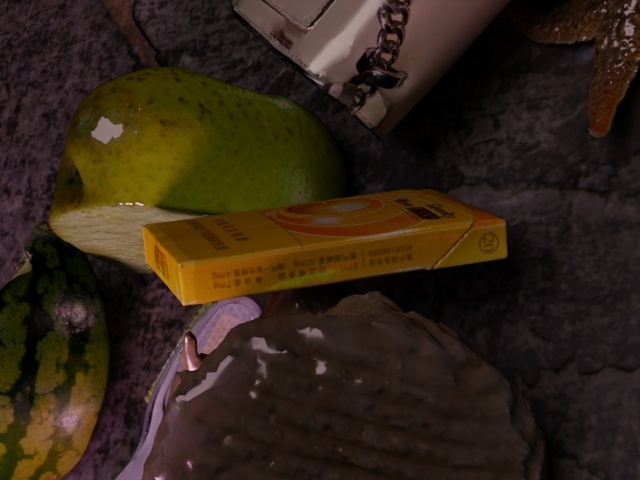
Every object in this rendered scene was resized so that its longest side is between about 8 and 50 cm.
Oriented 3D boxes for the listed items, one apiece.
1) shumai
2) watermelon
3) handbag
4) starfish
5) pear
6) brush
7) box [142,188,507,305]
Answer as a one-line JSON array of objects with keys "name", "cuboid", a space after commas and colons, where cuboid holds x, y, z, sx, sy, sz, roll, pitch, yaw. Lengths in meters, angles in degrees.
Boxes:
[{"name": "shumai", "cuboid": [0.013, 0.159, 1.017, 0.314, 0.262, 0.267, 1, 101, -5]}, {"name": "watermelon", "cuboid": [-0.315, 0.145, 1.218, 0.159, 0.128, 0.303, 31, 108, 34]}, {"name": "handbag", "cuboid": [0.108, -0.278, 1.117, 0.358, 0.160, 0.236, -49, 25, 6]}, {"name": "starfish", "cuboid": [0.243, -0.198, 1.088, 0.138, 0.050, 0.247, -37, 43, 13]}, {"name": "pear", "cuboid": [-0.139, -0.074, 1.167, 0.292, 0.292, 0.159, -6, 75, 32]}, {"name": "brush", "cuboid": [-0.155, 0.171, 1.184, 0.296, 0.068, 0.060, -58, 31, 1]}, {"name": "box", "cuboid": [0.000, 0.000, 1.015, 0.152, 0.269, 0.043, -146, 50, -66]}]
